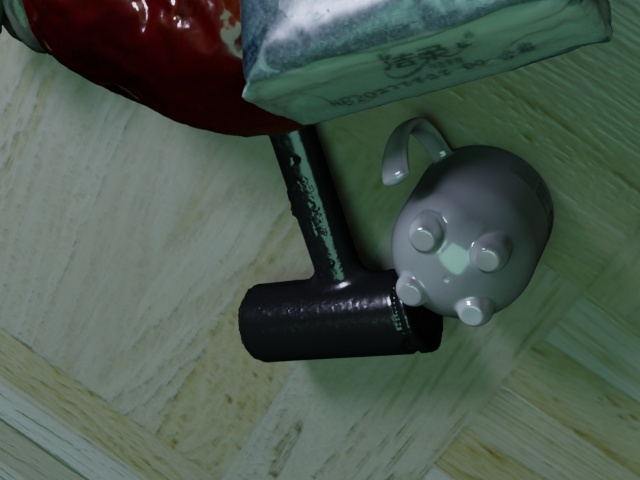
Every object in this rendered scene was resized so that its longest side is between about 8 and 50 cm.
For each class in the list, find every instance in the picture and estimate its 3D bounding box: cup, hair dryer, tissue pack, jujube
[{"bbox_3d":[0.129,-0.017,0.914,0.134,0.142,0.174,4,117,21],"label":"cup"},{"bbox_3d":[0.000,0.000,1.026,0.197,0.089,0.251,-8,103,28],"label":"hair dryer"},{"bbox_3d":[0.051,-0.255,0.672,0.227,0.103,0.316,-11,72,28],"label":"tissue pack"},{"bbox_3d":[-0.099,-0.206,0.872,0.318,0.223,0.223,12,120,20],"label":"jujube"}]

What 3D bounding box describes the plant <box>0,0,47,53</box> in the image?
[{"bbox_3d":[-0.304,-0.309,0.945,0.146,0.149,0.275,23,123,32],"label":"plant"}]
